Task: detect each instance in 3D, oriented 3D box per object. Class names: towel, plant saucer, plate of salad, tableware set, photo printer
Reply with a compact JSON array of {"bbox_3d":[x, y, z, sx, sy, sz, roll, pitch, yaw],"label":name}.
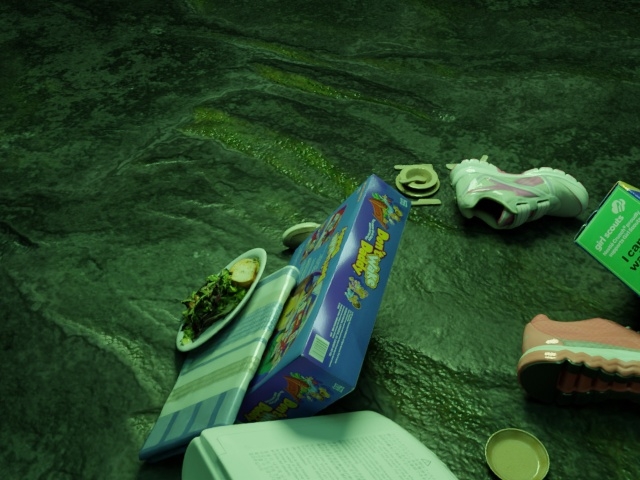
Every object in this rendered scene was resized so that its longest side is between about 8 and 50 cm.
[{"bbox_3d":[-0.134,0.169,0.932,0.034,0.209,0.285,43,41,-20],"label":"towel"},{"bbox_3d":[0.261,0.292,0.893,0.083,0.015,0.083,0,43,0],"label":"plant saucer"},{"bbox_3d":[-0.160,0.083,1.024,0.200,0.048,0.200,-39,22,20],"label":"plate of salad"},{"bbox_3d":[0.246,-0.126,1.320,0.194,0.039,0.128,-2,43,-1],"label":"tableware set"},{"bbox_3d":[0.032,0.302,0.744,0.307,0.107,0.256,4,23,-36],"label":"photo printer"}]

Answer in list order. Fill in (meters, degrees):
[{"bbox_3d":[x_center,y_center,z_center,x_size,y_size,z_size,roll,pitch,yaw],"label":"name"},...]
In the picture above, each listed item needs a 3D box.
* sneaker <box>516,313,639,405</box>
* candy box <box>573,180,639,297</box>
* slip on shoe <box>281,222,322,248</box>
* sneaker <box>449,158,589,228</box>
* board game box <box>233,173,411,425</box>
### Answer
[{"bbox_3d":[0.443,0.163,0.956,0.313,0.116,0.136,7,40,7],"label":"sneaker"},{"bbox_3d":[0.568,0.067,0.964,0.268,0.122,0.317,9,30,-43],"label":"candy box"},{"bbox_3d":[0.000,0.000,1.187,0.135,0.051,0.041,0,40,-10],"label":"slip on shoe"},{"bbox_3d":[0.359,-0.067,1.220,0.252,0.103,0.111,7,56,7],"label":"sneaker"},{"bbox_3d":[-0.002,0.093,0.952,0.078,0.233,0.347,35,45,-12],"label":"board game box"}]
